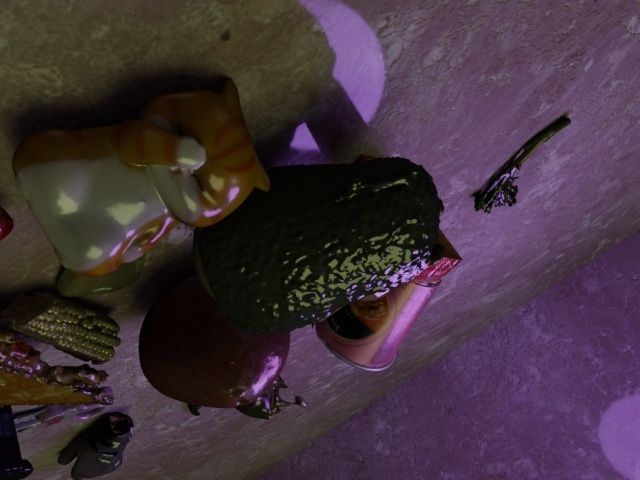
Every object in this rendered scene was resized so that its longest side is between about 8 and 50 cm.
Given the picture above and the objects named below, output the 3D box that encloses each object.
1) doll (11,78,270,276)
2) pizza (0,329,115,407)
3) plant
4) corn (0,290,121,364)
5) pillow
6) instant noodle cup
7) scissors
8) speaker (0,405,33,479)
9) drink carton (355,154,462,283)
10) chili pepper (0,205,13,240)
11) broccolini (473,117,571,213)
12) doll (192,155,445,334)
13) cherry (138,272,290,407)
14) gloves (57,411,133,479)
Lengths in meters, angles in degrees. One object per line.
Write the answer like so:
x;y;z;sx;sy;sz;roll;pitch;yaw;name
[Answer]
-0.196;-0.068;0.604;0.269;0.162;0.167;-19;116;-6;doll
-0.449;0.182;0.790;0.287;0.074;0.251;6;150;-17;pizza
-0.238;0.419;1.406;0.333;0.180;0.251;-30;143;9;plant
-0.394;0.131;0.848;0.087;0.087;0.211;-29;148;0;corn
-0.301;0.016;0.783;0.130;0.033;0.217;-8;147;-38;pillow
0.137;0.125;1.217;0.244;0.244;0.255;-2;134;-42;instant noodle cup
-0.564;0.368;1.141;0.242;0.030;0.118;-6;146;-44;scissors
-0.653;0.357;0.872;0.232;0.184;0.254;-38;150;16;speaker
0.128;-0.035;0.896;0.096;0.223;0.071;5;136;-49;drink carton
-0.411;-0.009;0.600;0.123;0.070;0.073;-24;136;-4;chili pepper
0.457;-0.158;1.198;0.123;0.062;0.271;-11;146;-51;broccolini
0.000;0.000;0.763;0.349;0.247;0.247;-19;156;16;doll
-0.175;0.168;0.919;0.261;0.307;0.221;-17;110;-15;cherry
-0.560;0.522;1.352;0.142;0.119;0.285;25;131;-21;gloves
